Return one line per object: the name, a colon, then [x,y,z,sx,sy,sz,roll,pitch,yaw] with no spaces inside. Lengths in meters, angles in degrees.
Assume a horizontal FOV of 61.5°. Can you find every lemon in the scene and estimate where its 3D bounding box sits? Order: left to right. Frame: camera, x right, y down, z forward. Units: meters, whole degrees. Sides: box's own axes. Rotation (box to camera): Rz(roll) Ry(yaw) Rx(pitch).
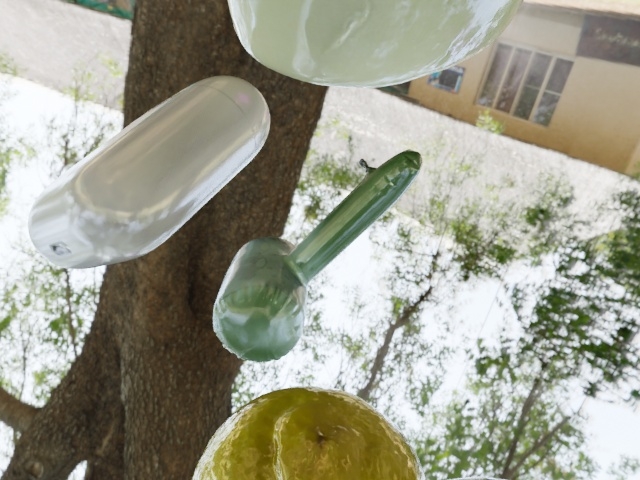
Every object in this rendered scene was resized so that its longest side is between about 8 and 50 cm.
lemon: [-0.016,0.369,0.716,0.348,0.348,0.348,12,-156,-5]

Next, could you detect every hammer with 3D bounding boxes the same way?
hammer: [0.000,0.000,0.702,0.119,0.335,0.206,42,-166,-15]

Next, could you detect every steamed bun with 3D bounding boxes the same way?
steamed bun: [0.104,-0.387,0.677,0.456,0.371,0.290,-19,-120,-11]

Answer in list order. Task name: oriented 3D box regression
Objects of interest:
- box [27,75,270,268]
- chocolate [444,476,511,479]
box: [-0.246,-0.101,0.788,0.288,0.141,0.349,-11,-148,46]
chocolate: [0.095,0.197,0.248,0.176,0.177,0.177,12,-156,-5]
